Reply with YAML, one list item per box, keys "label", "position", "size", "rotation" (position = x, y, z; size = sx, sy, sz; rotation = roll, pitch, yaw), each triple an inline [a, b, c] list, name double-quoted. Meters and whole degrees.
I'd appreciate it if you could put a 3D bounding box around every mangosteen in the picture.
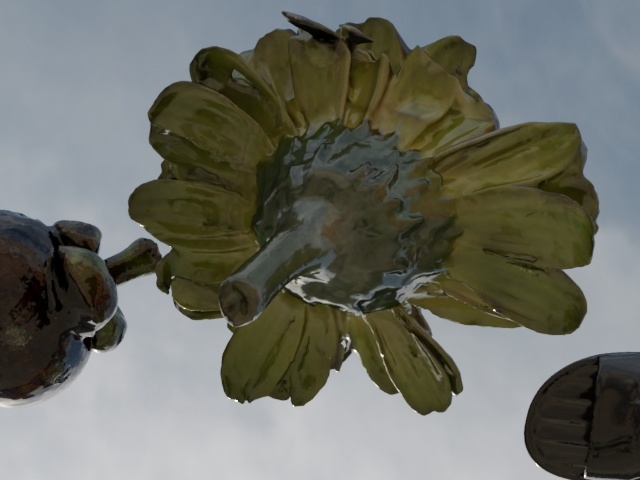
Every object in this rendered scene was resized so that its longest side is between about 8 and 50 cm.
- label: "mangosteen"
  position: [-0.237, 0.047, 1.279]
  size: [0.184, 0.172, 0.172]
  rotation: [-24, -71, 24]

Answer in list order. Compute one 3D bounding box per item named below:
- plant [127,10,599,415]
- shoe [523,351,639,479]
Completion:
- label: "plant"
  position: [0.005, -0.035, 1.042]
  size: [0.306, 0.297, 0.261]
  rotation: [-18, -114, 26]
- label: "shoe"
  position: [0.171, 0.079, 0.712]
  size: [0.159, 0.053, 0.062]
  rotation: [3, -102, 9]
